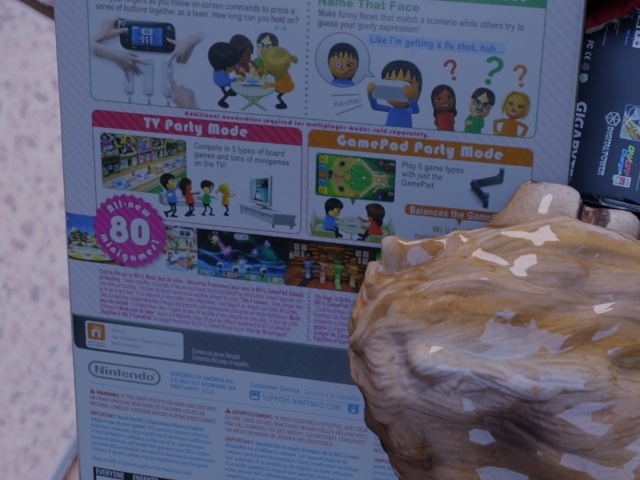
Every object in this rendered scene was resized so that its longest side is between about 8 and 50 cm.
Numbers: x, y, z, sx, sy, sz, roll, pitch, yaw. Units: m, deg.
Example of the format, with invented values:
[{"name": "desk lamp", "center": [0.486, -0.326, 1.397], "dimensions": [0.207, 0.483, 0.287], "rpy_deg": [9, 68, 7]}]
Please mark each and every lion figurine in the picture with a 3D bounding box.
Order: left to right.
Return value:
[{"name": "lion figurine", "center": [0.148, 0.158, 0.556], "dimensions": [0.240, 0.142, 0.392], "rpy_deg": [-1, 123, 14]}]

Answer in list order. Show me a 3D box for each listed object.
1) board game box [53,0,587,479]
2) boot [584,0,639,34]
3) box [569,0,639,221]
[{"name": "board game box", "center": [0.000, 0.000, 0.629], "dimensions": [0.224, 0.097, 0.303], "rpy_deg": [7, 113, 11]}, {"name": "boot", "center": [0.047, -0.177, 0.681], "dimensions": [0.236, 0.085, 0.179], "rpy_deg": [-12, 74, 21]}, {"name": "box", "center": [0.214, -0.109, 0.680], "dimensions": [0.175, 0.051, 0.220], "rpy_deg": [11, 86, 13]}]
